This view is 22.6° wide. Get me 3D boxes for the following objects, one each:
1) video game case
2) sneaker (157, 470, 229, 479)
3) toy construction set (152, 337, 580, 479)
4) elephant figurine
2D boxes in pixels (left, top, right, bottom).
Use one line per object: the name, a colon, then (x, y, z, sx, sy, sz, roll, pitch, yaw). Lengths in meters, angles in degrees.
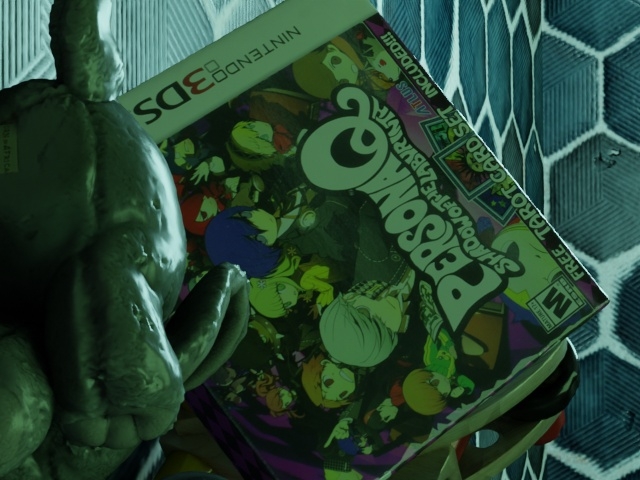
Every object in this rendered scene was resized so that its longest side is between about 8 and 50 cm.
video game case: (0.000, 0.000, 0.808, 0.210, 0.232, 0.042, -34, 172, -27)
sneaker: (-0.090, 0.266, 0.803, 0.136, 0.116, 0.313, -171, -97, -65)
toy construction set: (-0.011, 0.145, 0.922, 0.309, 0.257, 0.237, 111, 2, -58)
elephant figurine: (-0.116, 0.047, 0.690, 0.169, 0.186, 0.239, 60, -5, 21)
